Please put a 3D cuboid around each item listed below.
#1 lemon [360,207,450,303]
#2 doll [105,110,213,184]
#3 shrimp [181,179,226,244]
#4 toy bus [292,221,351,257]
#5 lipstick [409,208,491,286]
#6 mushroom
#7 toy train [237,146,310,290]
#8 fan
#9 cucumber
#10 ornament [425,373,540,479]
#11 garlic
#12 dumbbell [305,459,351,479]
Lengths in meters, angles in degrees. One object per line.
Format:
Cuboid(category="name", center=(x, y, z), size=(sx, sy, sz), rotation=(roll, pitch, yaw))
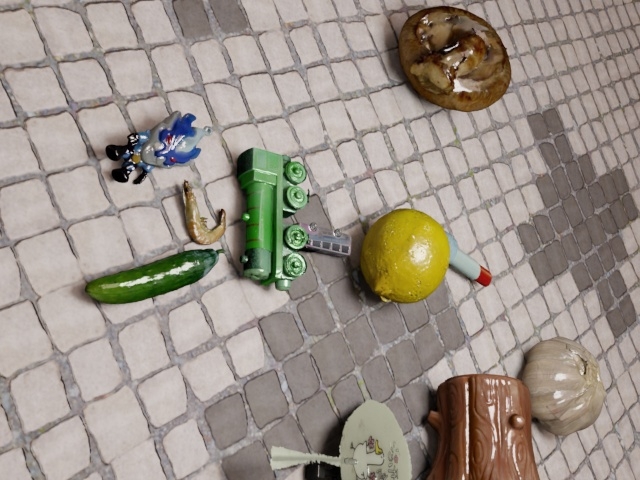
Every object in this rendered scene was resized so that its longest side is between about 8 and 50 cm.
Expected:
Cuboid(category="lemon", center=(0.159, 0.032, 1.383), size=(0.173, 0.173, 0.206), rotation=(49, 59, -18))
Cuboid(category="doll", center=(-0.250, -0.151, 1.160), size=(0.195, 0.070, 0.095), rotation=(-30, 127, -40))
Cuboid(category="shrimp", center=(-0.194, -0.050, 1.204), size=(0.083, 0.023, 0.114), rotation=(-23, 97, -46))
Cuboid(category="toy bus", center=(0.000, 0.000, 1.347), size=(0.131, 0.037, 0.052), rotation=(13, 73, -39))
Cuboid(category="lipstick", center=(0.273, 0.024, 1.557), size=(0.274, 0.061, 0.068), rotation=(32, 55, -29))
Cuboid(category="mushroom", center=(0.290, -0.400, 1.617), size=(0.263, 0.195, 0.283), rotation=(59, 31, 1))
Cuboid(category="toy train", center=(-0.086, -0.039, 1.258), size=(0.119, 0.085, 0.251), rotation=(13, 66, -32))
Cuboid(category="fan", center=(0.047, 0.375, 1.229), size=(0.415, 0.012, 0.233), rotation=(28, 55, -47))
Cuboid(category="cucumber", center=(-0.240, 0.053, 1.108), size=(0.250, 0.056, 0.056), rotation=(-19, 89, -40))
Cuboid(category="ornament", center=(0.309, 0.384, 1.394), size=(0.235, 0.221, 0.217), rotation=(71, 21, -62))
Cuboid(category="garlic", center=(0.557, 0.324, 1.647), size=(0.228, 0.152, 0.227), rotation=(12, 72, -42))
Cuboid(category="dumbbell", center=(0.014, 0.395, 1.230), size=(0.083, 0.036, 0.040), rotation=(19, 62, -35))
